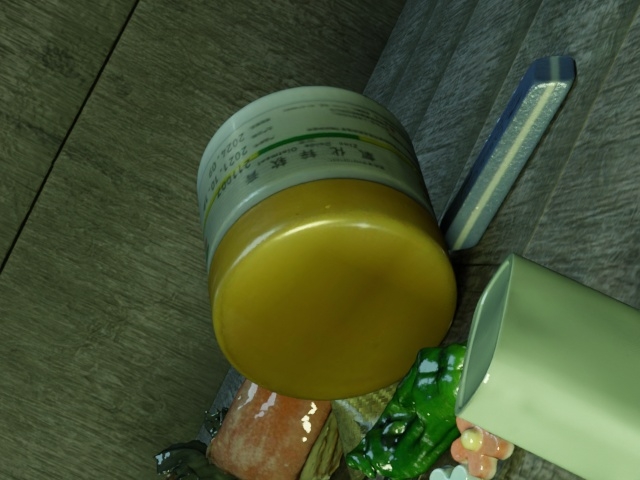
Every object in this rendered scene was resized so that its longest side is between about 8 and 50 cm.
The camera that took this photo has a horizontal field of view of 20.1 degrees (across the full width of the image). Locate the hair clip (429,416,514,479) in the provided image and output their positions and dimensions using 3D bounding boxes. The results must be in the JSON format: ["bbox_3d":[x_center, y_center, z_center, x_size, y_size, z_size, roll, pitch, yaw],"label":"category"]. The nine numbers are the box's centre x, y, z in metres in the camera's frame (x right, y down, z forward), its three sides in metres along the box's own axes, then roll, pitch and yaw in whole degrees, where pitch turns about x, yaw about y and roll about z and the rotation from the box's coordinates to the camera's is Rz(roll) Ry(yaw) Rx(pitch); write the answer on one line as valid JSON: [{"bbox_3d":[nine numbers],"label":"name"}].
[{"bbox_3d":[0.125,0.138,1.324,0.062,0.056,0.214,38,104,50],"label":"hair clip"}]

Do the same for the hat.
[{"bbox_3d":[0.037,0.171,1.835,0.146,0.067,0.146,-63,7,13],"label":"hat"}]

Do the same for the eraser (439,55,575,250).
[{"bbox_3d":[0.185,-0.087,1.804,0.225,0.036,0.082,-61,5,25],"label":"eraser"}]

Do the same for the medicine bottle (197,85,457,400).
[{"bbox_3d":[0.000,0.000,1.797,0.238,0.237,0.232,-60,26,32],"label":"medicine bottle"}]

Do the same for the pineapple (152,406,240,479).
[{"bbox_3d":[-0.128,0.295,2.188,0.310,0.170,0.141,116,146,-41],"label":"pineapple"}]

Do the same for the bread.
[{"bbox_3d":[-0.017,0.166,1.942,0.244,0.123,0.190,-67,-19,6],"label":"bread"}]

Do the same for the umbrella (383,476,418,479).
[{"bbox_3d":[0.085,0.177,1.594,0.036,0.031,0.133,76,-143,-74],"label":"umbrella"}]

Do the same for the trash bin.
[{"bbox_3d":[0.149,0.079,1.009,0.059,0.130,0.116,-60,8,38],"label":"trash bin"}]

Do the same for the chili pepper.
[{"bbox_3d":[0.094,0.138,1.473,0.100,0.074,0.257,-68,7,-31],"label":"chili pepper"}]
